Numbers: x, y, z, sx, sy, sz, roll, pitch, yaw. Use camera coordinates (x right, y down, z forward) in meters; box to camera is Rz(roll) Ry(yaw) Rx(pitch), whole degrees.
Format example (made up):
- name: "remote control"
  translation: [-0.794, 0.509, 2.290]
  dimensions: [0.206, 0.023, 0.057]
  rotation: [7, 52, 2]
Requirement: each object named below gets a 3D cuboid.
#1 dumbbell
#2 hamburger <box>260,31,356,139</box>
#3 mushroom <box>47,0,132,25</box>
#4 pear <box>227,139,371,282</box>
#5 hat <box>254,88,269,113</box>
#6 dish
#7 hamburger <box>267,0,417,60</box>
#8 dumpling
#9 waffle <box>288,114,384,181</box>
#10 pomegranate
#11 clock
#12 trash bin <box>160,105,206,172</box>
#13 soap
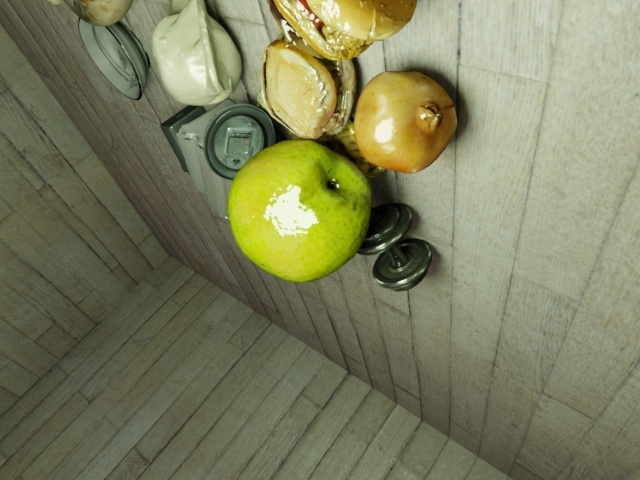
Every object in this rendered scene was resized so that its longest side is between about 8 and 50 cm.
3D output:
- name: "dumbbell"
  translation: [0.202, 0.017, 1.358]
  dimensions: [0.192, 0.192, 0.290]
  rotation: [7, 140, 52]
- name: "hamburger"
  translation: [-0.035, -0.369, 1.095]
  dimensions: [0.243, 0.146, 0.286]
  rotation: [6, 127, 47]
- name: "mushroom"
  translation: [-0.674, -0.736, 1.253]
  dimensions: [0.362, 0.294, 0.362]
  rotation: [44, 164, 16]
- name: "pear"
  translation: [-0.041, -0.078, 1.208]
  dimensions: [0.391, 0.391, 0.391]
  rotation: [33, 155, 18]
- name: "hat"
  translation: [-0.149, -0.394, 1.355]
  dimensions: [0.077, 0.059, 0.076]
  rotation: [37, 151, 22]
- name: "dish"
  translation: [-0.702, -0.660, 1.681]
  dimensions: [0.316, 0.106, 0.316]
  rotation: [34, 153, 20]
- name: "hamburger"
  translation: [0.039, -0.436, 0.806]
  dimensions: [0.244, 0.244, 0.163]
  rotation: [49, 155, -17]
- name: "dumpling"
  translation: [-0.349, -0.536, 1.311]
  dimensions: [0.395, 0.233, 0.315]
  rotation: [29, 125, 56]
- name: "waffle"
  translation: [0.028, -0.263, 1.308]
  dimensions: [0.329, 0.062, 0.329]
  rotation: [33, 155, 17]
- name: "pomegranate"
  translation: [0.165, -0.239, 0.970]
  dimensions: [0.209, 0.209, 0.209]
  rotation: [33, 155, 18]
- name: "clock"
  translation: [-0.228, -0.278, 1.369]
  dimensions: [0.226, 0.226, 0.049]
  rotation: [36, -173, 13]
- name: "trash bin"
  translation: [-0.452, -0.355, 1.737]
  dimensions: [0.101, 0.177, 0.236]
  rotation: [19, 143, 43]
- name: "soap"
  translation: [-0.264, -0.215, 1.641]
  dimensions: [0.350, 0.213, 0.435]
  rotation: [33, 155, 11]
